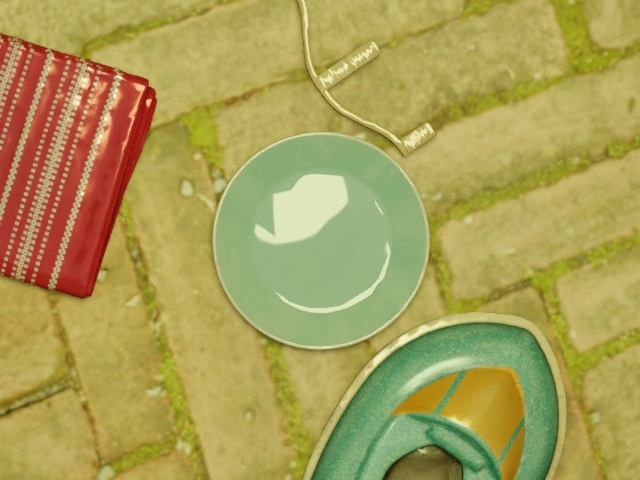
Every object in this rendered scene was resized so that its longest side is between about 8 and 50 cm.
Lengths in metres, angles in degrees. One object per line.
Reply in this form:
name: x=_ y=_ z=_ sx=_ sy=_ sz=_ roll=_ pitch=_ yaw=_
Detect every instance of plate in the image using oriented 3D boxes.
plate: x=0.000 y=0.000 z=1.609 sx=0.188 sy=0.024 sz=0.188 roll=0 pitch=92 yaw=-5

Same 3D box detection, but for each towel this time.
towel: x=-0.294 y=-0.080 z=1.584 sx=0.274 sy=0.031 sz=0.199 roll=17 pitch=93 yaw=-3

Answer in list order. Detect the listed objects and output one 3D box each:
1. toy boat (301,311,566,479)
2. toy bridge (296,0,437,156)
toy boat: x=0.156 y=0.212 z=1.565 sx=0.318 sy=0.148 sz=0.267 roll=32 pitch=89 yaw=-4
toy bridge: x=0.022 y=-0.150 z=1.605 sx=0.063 sy=0.026 sz=0.188 roll=-35 pitch=94 yaw=-1
